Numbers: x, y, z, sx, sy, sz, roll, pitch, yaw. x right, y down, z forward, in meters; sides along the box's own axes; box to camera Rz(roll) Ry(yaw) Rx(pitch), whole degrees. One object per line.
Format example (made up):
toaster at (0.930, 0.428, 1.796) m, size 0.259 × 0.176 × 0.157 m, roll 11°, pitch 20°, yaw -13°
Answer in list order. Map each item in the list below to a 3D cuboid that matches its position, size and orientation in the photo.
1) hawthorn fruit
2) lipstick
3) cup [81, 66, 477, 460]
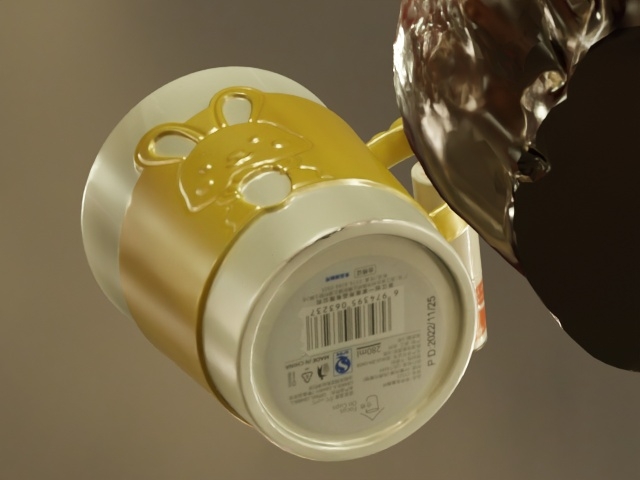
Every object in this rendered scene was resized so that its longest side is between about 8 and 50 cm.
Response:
hawthorn fruit at (0.142, -0.084, 0.620) m, size 0.215 × 0.250 × 0.215 m, roll 15°, pitch -63°, yaw 31°
lipstick at (0.082, 0.010, 1.140) m, size 0.038 × 0.038 × 0.130 m, roll 4°, pitch -55°, yaw 18°
cup at (0.000, 0.000, 1.060) m, size 0.241 × 0.226 × 0.185 m, roll -32°, pitch -58°, yaw -9°
